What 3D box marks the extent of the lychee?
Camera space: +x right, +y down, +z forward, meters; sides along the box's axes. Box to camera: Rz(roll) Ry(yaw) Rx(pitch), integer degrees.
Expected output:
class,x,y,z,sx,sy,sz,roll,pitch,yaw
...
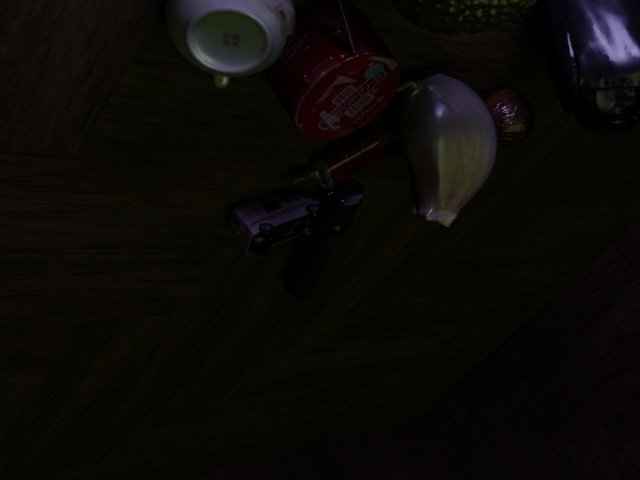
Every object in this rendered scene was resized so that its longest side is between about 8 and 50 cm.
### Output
class,x,y,z,sx,sy,sz,roll,pitch,yaw
lychee,0.218,-0.470,1.473,0.320,0.270,0.270,8,154,10

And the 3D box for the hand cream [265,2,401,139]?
class,x,y,z,sx,sy,sz,roll,pitch,yaw
hand cream,0.019,-0.309,1.650,0.230,0.149,0.230,-26,155,-13

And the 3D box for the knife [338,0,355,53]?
class,x,y,z,sx,sy,sz,roll,pitch,yaw
knife,0.023,-0.422,1.473,0.018,0.035,0.247,-12,120,10

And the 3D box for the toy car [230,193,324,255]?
class,x,y,z,sx,sy,sz,roll,pitch,yaw
toy car,-0.096,-0.050,2.013,0.210,0.108,0.089,-22,150,-28

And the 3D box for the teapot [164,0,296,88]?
class,x,y,z,sx,sy,sz,roll,pitch,yaw
teapot,-0.144,-0.349,1.427,0.204,0.139,0.298,8,143,-14

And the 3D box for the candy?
class,x,y,z,sx,sy,sz,roll,pitch,yaw
candy,0.065,-0.186,2.001,0.292,0.059,0.086,-30,152,-6

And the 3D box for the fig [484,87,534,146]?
class,x,y,z,sx,sy,sz,roll,pitch,yaw
fig,0.396,-0.284,2.126,0.201,0.134,0.146,-7,136,-25

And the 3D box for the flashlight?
class,x,y,z,sx,sy,sz,roll,pitch,yaw
flashlight,0.000,0.000,2.218,0.103,0.103,0.424,-16,151,-30

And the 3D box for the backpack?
class,x,y,z,sx,sy,sz,roll,pitch,yaw
backpack,0.617,-0.399,1.958,0.255,0.363,0.446,-12,168,11

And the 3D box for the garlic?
class,x,y,z,sx,sy,sz,roll,pitch,yaw
garlic,0.247,-0.230,2.000,0.246,0.231,0.340,-30,114,-8
